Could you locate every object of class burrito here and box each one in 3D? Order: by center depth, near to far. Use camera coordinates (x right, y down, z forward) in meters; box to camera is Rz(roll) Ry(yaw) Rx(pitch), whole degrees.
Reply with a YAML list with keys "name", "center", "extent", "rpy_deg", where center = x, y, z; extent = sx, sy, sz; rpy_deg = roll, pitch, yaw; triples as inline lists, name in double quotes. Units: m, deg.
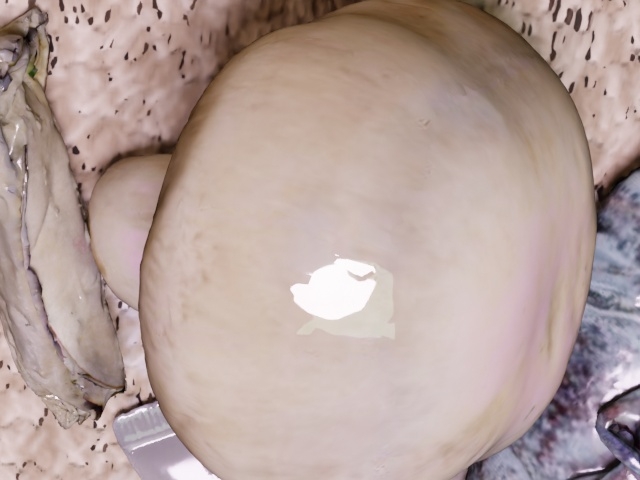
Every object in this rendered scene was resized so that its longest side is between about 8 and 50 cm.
- name: "burrito"
  center: [-0.136, 0.003, 0.749]
  extent: [0.058, 0.063, 0.230]
  rpy_deg: [-22, 124, -29]

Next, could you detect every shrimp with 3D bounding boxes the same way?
- name: "shrimp"
  center: [0.156, 0.127, 0.817]
  extent: [0.137, 0.172, 0.372]
  rpy_deg: [14, 101, -11]

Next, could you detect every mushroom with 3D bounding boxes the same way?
- name: "mushroom"
  center: [0.000, 0.000, 0.707]
  extent: [0.234, 0.254, 0.260]
  rpy_deg: [16, 149, 26]

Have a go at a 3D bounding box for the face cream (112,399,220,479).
- name: "face cream"
  center: [-0.003, 0.212, 0.892]
  extent: [0.143, 0.089, 0.314]
  rpy_deg: [-18, 114, 0]
